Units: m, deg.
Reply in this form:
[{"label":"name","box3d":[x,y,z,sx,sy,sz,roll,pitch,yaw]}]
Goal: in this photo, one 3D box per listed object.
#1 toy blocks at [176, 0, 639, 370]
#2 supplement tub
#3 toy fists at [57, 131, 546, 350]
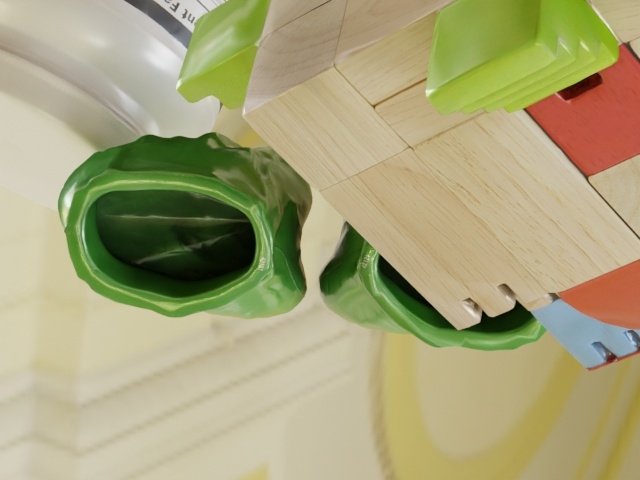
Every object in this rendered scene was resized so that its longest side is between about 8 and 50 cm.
[{"label":"toy blocks","box3d":[0.166,-0.055,0.697,0.381,0.261,0.190,-26,-145,33]},{"label":"supplement tub","box3d":[-0.123,-0.167,1.086,0.191,0.272,0.191,23,161,9]},{"label":"toy fists","box3d":[0.000,0.000,0.938,0.279,0.096,0.142,6,-164,1]}]
